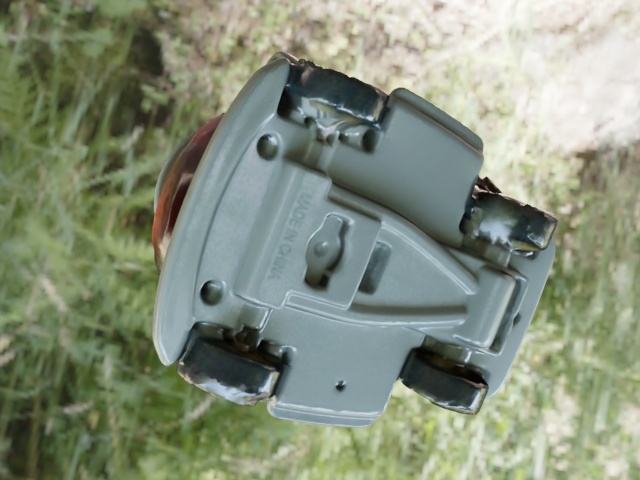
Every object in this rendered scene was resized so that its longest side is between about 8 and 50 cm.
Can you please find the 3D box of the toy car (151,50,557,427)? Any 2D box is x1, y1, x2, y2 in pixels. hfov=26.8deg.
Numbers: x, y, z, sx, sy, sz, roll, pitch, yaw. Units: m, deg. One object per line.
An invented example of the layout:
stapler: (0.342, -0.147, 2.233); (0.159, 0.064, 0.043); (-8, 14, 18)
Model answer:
toy car: (0.000, 0.000, 0.464); (0.139, 0.112, 0.112); (21, -177, -28)
